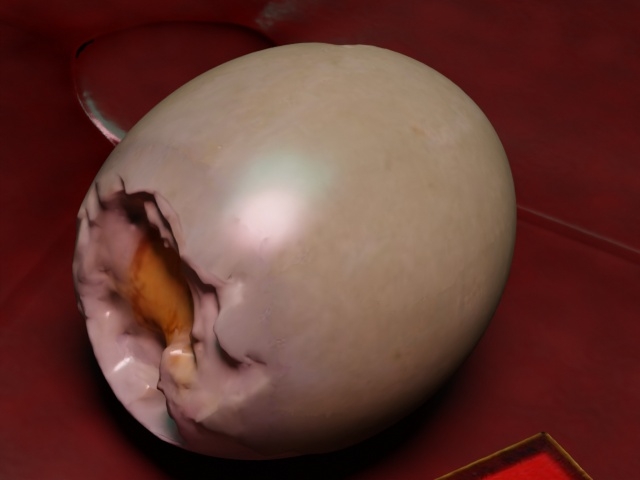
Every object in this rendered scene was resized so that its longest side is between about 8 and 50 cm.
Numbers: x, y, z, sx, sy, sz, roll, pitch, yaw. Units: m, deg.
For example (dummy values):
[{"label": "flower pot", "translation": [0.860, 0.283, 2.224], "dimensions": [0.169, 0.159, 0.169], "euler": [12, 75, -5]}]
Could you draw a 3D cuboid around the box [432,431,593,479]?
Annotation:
[{"label": "box", "translation": [0.103, 0.196, 0.776], "dimensions": [0.153, 0.074, 0.240], "euler": [-22, 50, -30]}]

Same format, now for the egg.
[{"label": "egg", "translation": [0.000, 0.000, 0.897], "dimensions": [0.217, 0.183, 0.183], "euler": [-20, 49, -36]}]
